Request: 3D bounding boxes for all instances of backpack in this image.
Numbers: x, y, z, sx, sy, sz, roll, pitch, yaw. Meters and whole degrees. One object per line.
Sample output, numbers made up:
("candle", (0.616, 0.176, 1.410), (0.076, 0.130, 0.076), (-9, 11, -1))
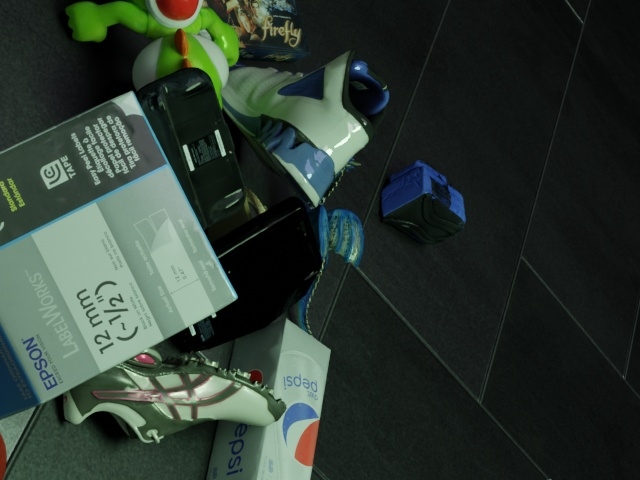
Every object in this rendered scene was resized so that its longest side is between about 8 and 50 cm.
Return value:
("backpack", (0.166, -0.058, 2.361), (0.120, 0.098, 0.101), (35, 44, -35))

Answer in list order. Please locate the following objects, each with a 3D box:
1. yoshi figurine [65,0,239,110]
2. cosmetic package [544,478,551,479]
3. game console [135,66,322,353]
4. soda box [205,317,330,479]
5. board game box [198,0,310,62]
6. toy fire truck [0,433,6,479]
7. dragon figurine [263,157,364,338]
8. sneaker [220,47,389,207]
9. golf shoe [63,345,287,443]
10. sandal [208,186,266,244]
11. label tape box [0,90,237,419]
("yoshi figurine", (-0.199, -0.271, 1.960), (0.203, 0.203, 0.362), (3, 77, -66))
("cosmetic package", (0.310, 0.517, 2.229), (0.153, 0.129, 0.296), (-24, 92, -52))
("game console", (-0.122, -0.044, 1.883), (0.213, 0.044, 0.361), (-31, 122, -26))
("soda box", (-0.068, 0.246, 1.923), (0.091, 0.098, 0.286), (38, 46, -34))
("board game box", (-0.125, -0.340, 2.187), (0.243, 0.042, 0.165), (-4, 76, -52))
("toy fire truck", (-0.446, 0.259, 1.416), (0.302, 0.169, 0.254), (24, 74, -42))
("dragon figurine", (0.000, 0.000, 2.088), (0.085, 0.144, 0.289), (12, 64, -47))
("sneaker", (-0.011, -0.172, 2.014), (0.127, 0.182, 0.315), (56, -6, -35))
("golf shoe", (-0.174, 0.186, 1.806), (0.272, 0.105, 0.120), (20, 78, -22))
("sandal", (-0.104, -0.047, 2.031), (0.079, 0.088, 0.240), (0, 68, -45))
("label tape box", (-0.297, 0.033, 1.598), (0.347, 0.115, 0.249), (-28, 96, -20))
